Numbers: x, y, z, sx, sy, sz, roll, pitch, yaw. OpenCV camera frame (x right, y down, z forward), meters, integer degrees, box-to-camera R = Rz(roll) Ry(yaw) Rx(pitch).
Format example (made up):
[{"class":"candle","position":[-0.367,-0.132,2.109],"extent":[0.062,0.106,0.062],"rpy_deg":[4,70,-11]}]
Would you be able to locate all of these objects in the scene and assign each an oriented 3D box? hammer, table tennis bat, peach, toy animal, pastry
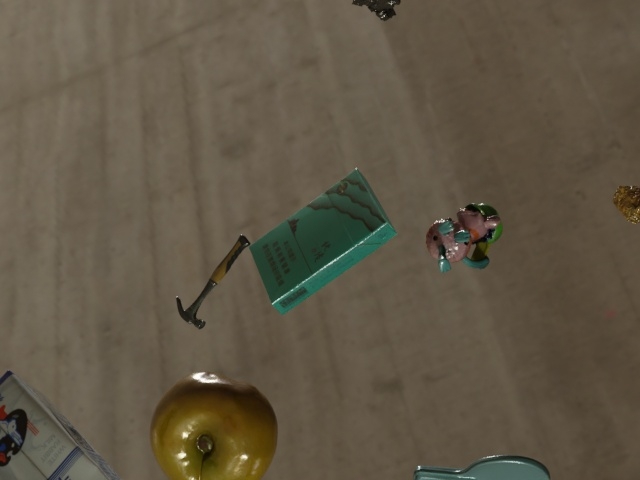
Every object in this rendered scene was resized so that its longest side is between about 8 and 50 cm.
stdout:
[{"class":"hammer","position":[-0.205,0.072,2.365],"extent":[0.078,0.201,0.021],"rpy_deg":[30,168,24]},{"class":"table tennis bat","position":[0.279,0.413,2.130],"extent":[0.149,0.237,0.038],"rpy_deg":[92,180,-50]},{"class":"peach","position":[-0.202,0.371,2.320],"extent":[0.251,0.251,0.153],"rpy_deg":[67,-156,-6]},{"class":"toy animal","position":[0.229,0.002,1.937],"extent":[0.103,0.100,0.208],"rpy_deg":[62,-158,4]},{"class":"pastry","position":[0.544,-0.060,1.971],"extent":[0.080,0.140,0.056],"rpy_deg":[-117,30,-49]}]

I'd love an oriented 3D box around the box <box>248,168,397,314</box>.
[{"class":"box","position":[0.000,0.000,1.984],"extent":[0.042,0.226,0.161],"rpy_deg":[47,-169,-40]}]

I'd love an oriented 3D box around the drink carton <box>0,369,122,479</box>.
[{"class":"drink carton","position":[-0.323,0.309,1.516],"extent":[0.315,0.130,0.106],"rpy_deg":[38,171,33]}]

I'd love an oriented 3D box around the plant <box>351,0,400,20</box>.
[{"class":"plant","position":[0.089,-0.361,1.714],"extent":[0.174,0.087,0.085],"rpy_deg":[149,111,-80]}]
